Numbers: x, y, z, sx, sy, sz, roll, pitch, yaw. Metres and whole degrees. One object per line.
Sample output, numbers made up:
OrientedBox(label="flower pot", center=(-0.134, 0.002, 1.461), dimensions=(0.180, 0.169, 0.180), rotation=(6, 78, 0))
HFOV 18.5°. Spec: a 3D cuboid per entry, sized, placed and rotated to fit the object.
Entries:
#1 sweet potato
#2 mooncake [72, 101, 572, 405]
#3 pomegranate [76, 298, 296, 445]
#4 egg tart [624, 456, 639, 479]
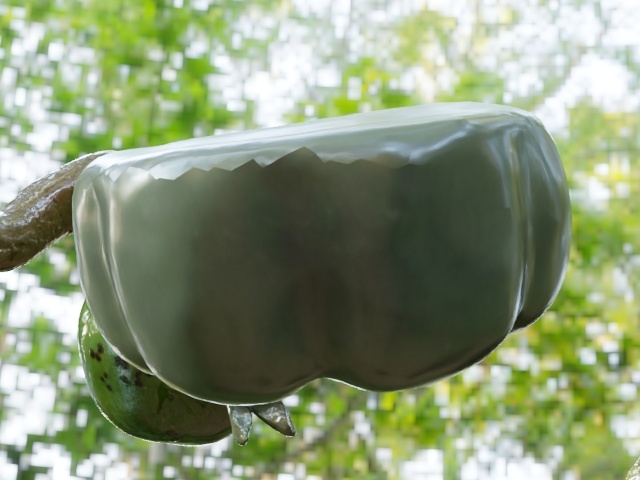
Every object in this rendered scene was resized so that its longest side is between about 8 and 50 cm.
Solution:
OrientedBox(label="sweet potato", center=(-0.230, -0.030, 1.738), dimensions=(0.059, 0.281, 0.067), rotation=(23, -54, 36))
OrientedBox(label="mooncake", center=(0.000, 0.000, 1.041), dimensions=(0.275, 0.135, 0.275), rotation=(-7, 8, 1))
OrientedBox(label="pomegranate", center=(-0.094, 0.090, 1.593), dimensions=(0.181, 0.181, 0.224), rotation=(28, 0, -39))
OrientedBox(label="egg tart", center=(0.259, 0.258, 1.310), dimensions=(0.132, 0.341, 0.341), rotation=(-18, -31, 8))
